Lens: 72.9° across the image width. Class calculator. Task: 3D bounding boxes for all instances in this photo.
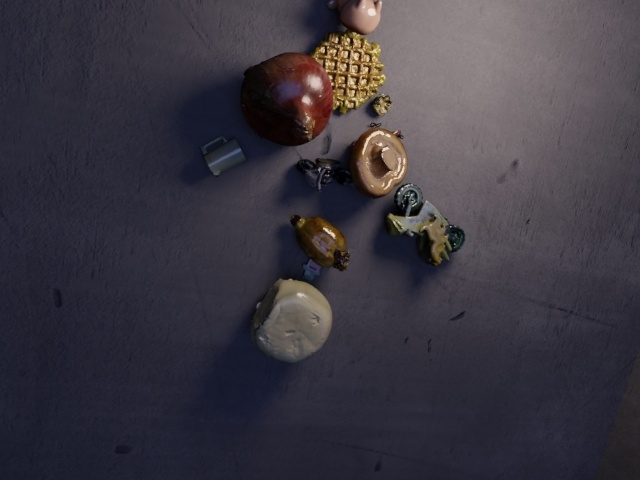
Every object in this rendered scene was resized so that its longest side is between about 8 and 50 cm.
[{"bbox_3d":[-0.031,0.114,1.896,0.094,0.019,0.141,27,95,-19],"label":"calculator"}]

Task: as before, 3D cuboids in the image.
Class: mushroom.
[{"bbox_3d":[0.234,-0.307,1.734,0.278,0.146,0.279,-1,93,-30],"label":"mushroom"}]

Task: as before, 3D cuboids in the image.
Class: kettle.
[{"bbox_3d":[-0.376,-0.334,1.678,0.148,0.098,0.127,-27,112,-2],"label":"kettle"}]

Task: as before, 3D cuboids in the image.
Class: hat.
[{"bbox_3d":[0.249,-0.563,1.786,0.077,0.059,0.076,-43,124,5],"label":"hat"}]

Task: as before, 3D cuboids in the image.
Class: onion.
[{"bbox_3d":[-0.126,-0.512,1.605,0.353,0.353,0.354,-3,103,-12],"label":"onion"}]

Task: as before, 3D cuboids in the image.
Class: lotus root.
[{"bbox_3d":[0.000,0.000,1.815,0.314,0.141,0.169,44,85,-6],"label":"lotus root"}]

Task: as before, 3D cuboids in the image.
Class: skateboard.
[{"bbox_3d":[0.268,-0.449,1.814,0.151,0.067,0.080,1,73,-17],"label":"skateboard"}]

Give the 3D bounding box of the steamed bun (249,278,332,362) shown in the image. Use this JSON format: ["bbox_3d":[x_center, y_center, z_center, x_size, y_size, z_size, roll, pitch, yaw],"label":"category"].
[{"bbox_3d":[-0.117,0.330,1.817,0.312,0.233,0.334,39,101,-20],"label":"steamed bun"}]

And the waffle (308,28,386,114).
[{"bbox_3d":[0.100,-0.678,1.722,0.325,0.068,0.302,-42,108,-3],"label":"waffle"}]

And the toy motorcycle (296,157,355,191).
[{"bbox_3d":[0.036,-0.264,1.757,0.270,0.159,0.106,11,121,-13],"label":"toy motorcycle"}]

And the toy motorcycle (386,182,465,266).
[{"bbox_3d":[0.446,-0.053,1.887,0.410,0.169,0.237,38,94,-18],"label":"toy motorcycle"}]

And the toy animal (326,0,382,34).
[{"bbox_3d":[0.138,-0.856,1.604,0.166,0.250,0.154,10,133,-23],"label":"toy animal"}]

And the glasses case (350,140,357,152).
[{"bbox_3d":[0.217,-0.370,1.825,0.194,0.049,0.073,9,101,-15],"label":"glasses case"}]
